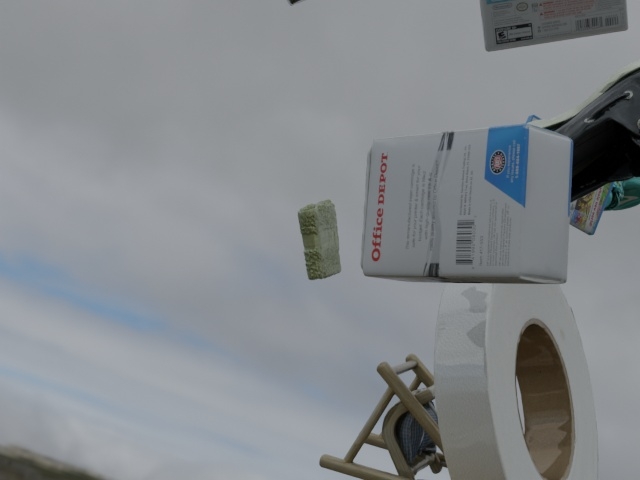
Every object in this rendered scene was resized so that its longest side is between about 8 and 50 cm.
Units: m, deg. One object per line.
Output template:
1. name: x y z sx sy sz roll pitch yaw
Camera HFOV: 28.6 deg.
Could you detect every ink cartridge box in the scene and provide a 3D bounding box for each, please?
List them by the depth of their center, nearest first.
1. ink cartridge box: 0.137 -0.030 1.192 0.082 0.140 0.190 8 -7 -43

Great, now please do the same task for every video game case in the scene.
1. video game case: 0.247 -0.284 1.344 0.157 0.143 0.019 -8 21 2
2. video game case: 0.358 -0.097 1.863 0.166 0.119 0.015 28 -14 -16

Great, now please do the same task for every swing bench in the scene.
1. swing bench: 0.169 0.295 1.734 0.254 0.165 0.253 32 6 12

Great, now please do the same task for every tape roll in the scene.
1. tape roll: 0.249 0.202 1.547 0.072 0.392 0.392 -12 -29 27

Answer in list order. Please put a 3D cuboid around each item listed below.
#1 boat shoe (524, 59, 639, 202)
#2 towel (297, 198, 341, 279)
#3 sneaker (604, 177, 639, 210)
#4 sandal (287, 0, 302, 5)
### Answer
1. boat shoe: 0.344 -0.114 1.488 0.127 0.340 0.113 76 -13 -47
2. towel: 0.000 0.000 1.750 0.027 0.110 0.148 -6 4 13
3. sneaker: 0.516 -0.087 2.325 0.275 0.107 0.110 1 27 -37
4. sandal: -0.002 -0.353 1.525 0.303 0.120 0.086 -110 178 -69
